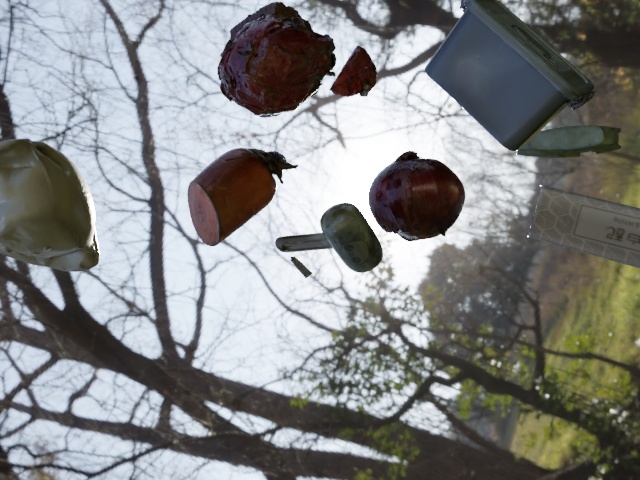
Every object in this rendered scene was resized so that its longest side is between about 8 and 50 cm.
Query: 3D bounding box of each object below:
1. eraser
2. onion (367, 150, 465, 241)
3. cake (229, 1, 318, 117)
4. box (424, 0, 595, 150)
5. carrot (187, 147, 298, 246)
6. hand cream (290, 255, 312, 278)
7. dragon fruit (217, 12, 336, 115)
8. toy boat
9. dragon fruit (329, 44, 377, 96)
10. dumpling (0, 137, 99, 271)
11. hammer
[{"bbox_3d":[0.552,0.006,1.085,0.096,0.403,0.098,-3,-72,-68],"label":"eraser"},{"bbox_3d":[0.266,-0.123,1.859,0.276,0.276,0.276,-45,-36,-48],"label":"onion"},{"bbox_3d":[-0.127,-0.489,1.869,0.196,0.198,0.293,27,-128,-50],"label":"cake"},{"bbox_3d":[0.289,-0.259,1.038,0.135,0.243,0.163,-51,-11,32],"label":"box"},{"bbox_3d":[-0.235,-0.160,1.880,0.331,0.193,0.214,-37,-50,-19],"label":"carrot"},{"bbox_3d":[-0.064,0.082,2.112,0.030,0.019,0.093,-41,-62,1],"label":"hand cream"},{"bbox_3d":[-0.106,-0.428,1.592,0.244,0.298,0.244,-21,-90,-90],"label":"dragon fruit"},{"bbox_3d":[0.705,-0.285,1.909,0.055,0.293,0.093,12,-101,-57],"label":"toy boat"},{"bbox_3d":[0.111,-0.463,1.832,0.162,0.106,0.083,-58,7,-13],"label":"dragon fruit"},{"bbox_3d":[-0.688,-0.069,1.544,0.395,0.315,0.233,68,-162,-45],"label":"dumpling"},{"bbox_3d":[0.000,0.000,1.716,0.202,0.305,0.113,57,-136,-35],"label":"hammer"}]
